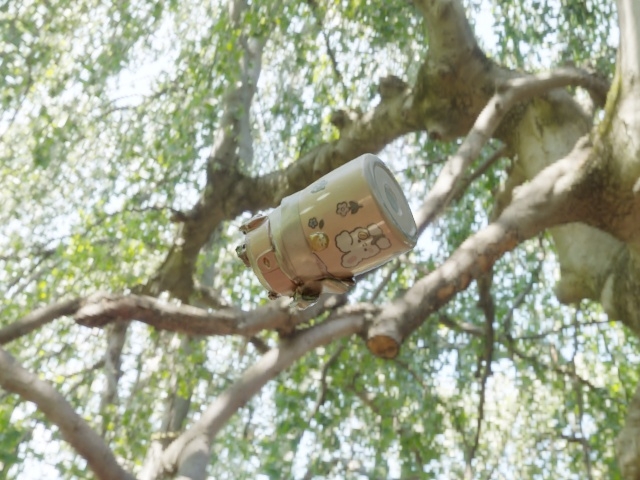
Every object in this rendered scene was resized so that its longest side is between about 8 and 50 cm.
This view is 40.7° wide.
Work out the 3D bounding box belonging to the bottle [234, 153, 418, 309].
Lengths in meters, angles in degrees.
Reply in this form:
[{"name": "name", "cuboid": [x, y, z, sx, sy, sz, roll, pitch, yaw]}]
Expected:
[{"name": "bottle", "cuboid": [0.000, -0.001, 0.741, 0.152, 0.099, 0.099, -28, -54, 18]}]
